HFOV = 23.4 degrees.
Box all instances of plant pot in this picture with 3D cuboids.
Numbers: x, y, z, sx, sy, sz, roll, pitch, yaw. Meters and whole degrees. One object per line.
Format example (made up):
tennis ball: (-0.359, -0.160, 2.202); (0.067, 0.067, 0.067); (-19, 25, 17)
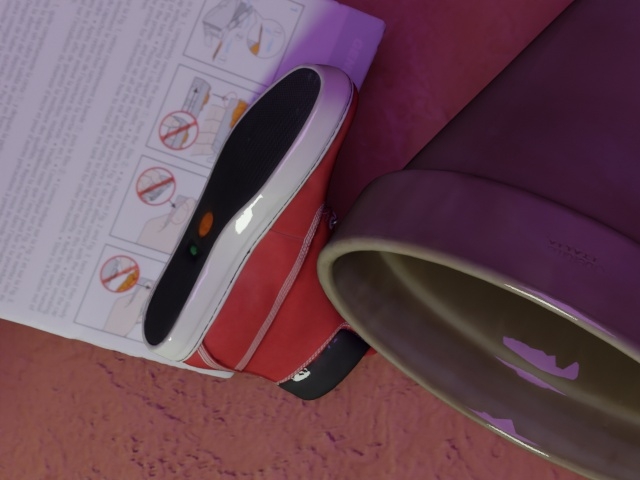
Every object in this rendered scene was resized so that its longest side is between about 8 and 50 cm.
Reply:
plant pot: (0.201, -0.019, 1.047); (0.323, 0.323, 0.280); (28, 74, 8)

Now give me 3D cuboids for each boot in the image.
boot: (0.000, 0.000, 1.124); (0.176, 0.088, 0.244); (20, 109, -29)

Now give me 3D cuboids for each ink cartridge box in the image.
ink cartridge box: (-0.185, -0.094, 1.113); (0.385, 0.091, 0.308); (19, 102, -25)
